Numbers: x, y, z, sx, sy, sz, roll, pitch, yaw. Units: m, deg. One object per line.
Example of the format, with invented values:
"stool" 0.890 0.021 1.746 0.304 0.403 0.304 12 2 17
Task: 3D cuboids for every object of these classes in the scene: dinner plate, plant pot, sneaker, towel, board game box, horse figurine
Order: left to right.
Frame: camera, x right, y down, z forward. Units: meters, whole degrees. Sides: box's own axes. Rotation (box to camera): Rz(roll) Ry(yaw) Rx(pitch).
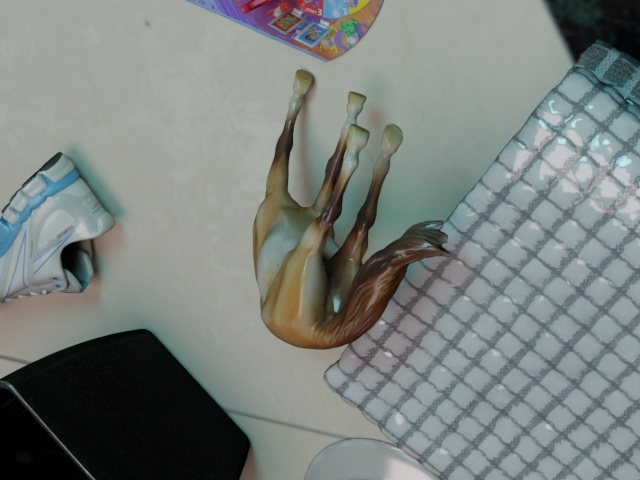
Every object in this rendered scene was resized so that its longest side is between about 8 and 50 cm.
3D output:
"sneaker" -0.220 0.022 1.189 0.083 0.071 0.191 43 129 -2
"plant pot" -0.165 0.175 1.172 0.187 0.167 0.188 47 130 1
"board game box" -0.038 -0.186 0.985 0.168 0.033 0.133 26 126 18
"horse figurine" 0.000 0.000 0.960 0.066 0.263 0.175 12 104 -17
"dinner plate" 0.045 0.211 1.158 0.141 0.017 0.141 15 121 26
"towel" 0.172 0.054 0.933 0.235 0.121 0.284 39 127 6
